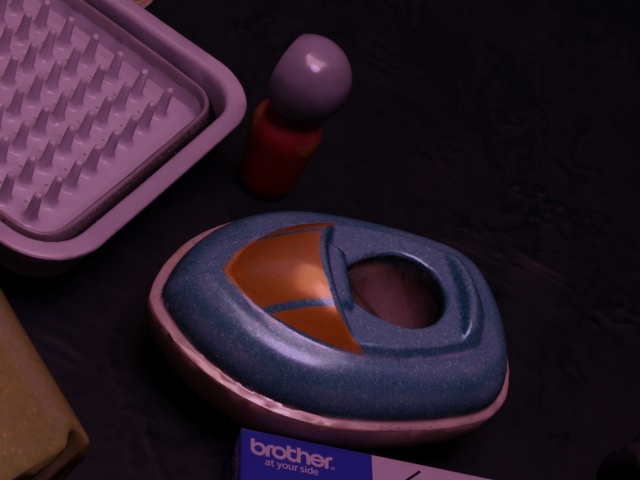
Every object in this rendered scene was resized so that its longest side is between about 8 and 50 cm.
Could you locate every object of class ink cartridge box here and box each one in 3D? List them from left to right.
[{"bbox_3d":[0.038,0.195,1.150,0.207,0.046,0.097,13,44,-14],"label":"ink cartridge box"}]

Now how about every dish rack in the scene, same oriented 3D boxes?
[{"bbox_3d":[-0.251,-0.117,1.292,0.333,0.072,0.285,35,43,9],"label":"dish rack"}]

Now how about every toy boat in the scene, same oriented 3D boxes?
[{"bbox_3d":[0.000,0.000,1.244,0.267,0.148,0.318,4,48,-22],"label":"toy boat"}]

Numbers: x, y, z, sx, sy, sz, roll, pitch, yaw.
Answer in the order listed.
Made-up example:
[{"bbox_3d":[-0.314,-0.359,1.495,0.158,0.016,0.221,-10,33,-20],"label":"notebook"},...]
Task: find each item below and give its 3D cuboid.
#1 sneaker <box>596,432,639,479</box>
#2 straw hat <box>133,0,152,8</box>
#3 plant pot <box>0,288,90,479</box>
[{"bbox_3d":[0.306,0.163,1.212,0.202,0.185,0.483,30,42,-2],"label":"sneaker"},{"bbox_3d":[-0.198,-0.259,1.461,0.144,0.061,0.144,14,44,-14],"label":"straw hat"},{"bbox_3d":[-0.277,0.076,0.982,0.276,0.276,0.254,-31,79,-42],"label":"plant pot"}]
